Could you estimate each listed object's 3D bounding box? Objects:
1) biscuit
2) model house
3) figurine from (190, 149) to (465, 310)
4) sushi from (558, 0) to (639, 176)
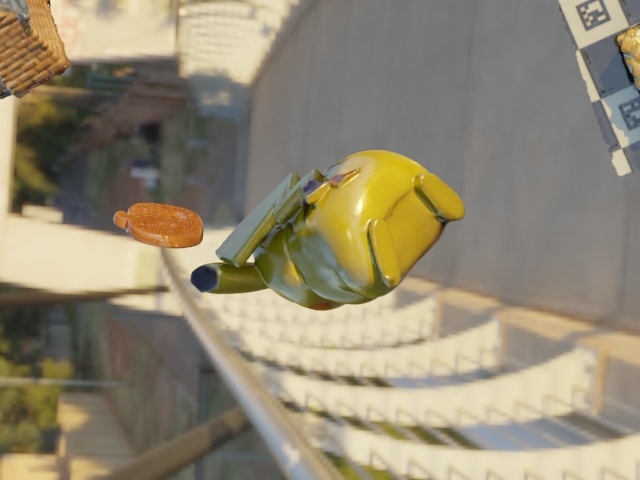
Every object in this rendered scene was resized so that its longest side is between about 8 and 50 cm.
[{"bbox_3d":[-0.140,-0.012,1.152,0.091,0.078,0.015,-101,20,-71],"label":"biscuit"},{"bbox_3d":[-0.454,-0.277,1.710,0.172,0.183,0.166,50,-168,-53],"label":"model house"},{"bbox_3d":[0.004,-0.001,1.538,0.169,0.218,0.327,53,148,-5],"label":"figurine"},{"bbox_3d":[0.302,-0.170,1.023,0.050,0.215,0.192,-35,-74,-78],"label":"sushi"}]
